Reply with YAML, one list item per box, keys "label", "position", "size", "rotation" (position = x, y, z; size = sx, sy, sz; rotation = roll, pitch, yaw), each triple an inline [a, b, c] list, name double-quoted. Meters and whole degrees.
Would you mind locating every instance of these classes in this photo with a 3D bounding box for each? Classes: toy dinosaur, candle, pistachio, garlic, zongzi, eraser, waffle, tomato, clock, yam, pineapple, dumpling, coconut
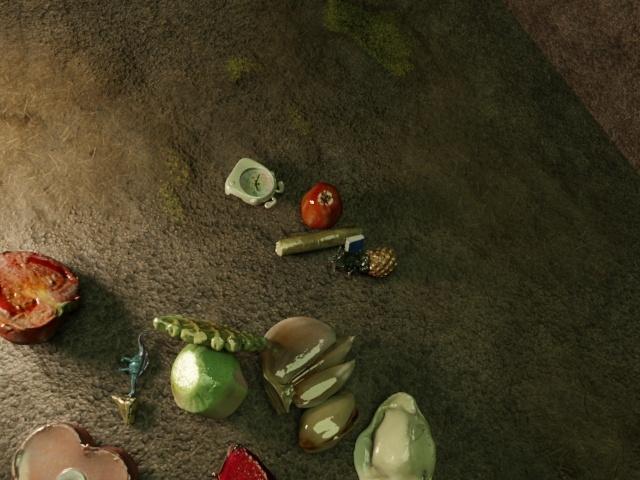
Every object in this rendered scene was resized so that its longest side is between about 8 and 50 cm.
- label: "toy dinosaur"
  position: [-0.555, 0.367, 1.595]
  size: [0.080, 0.045, 0.198]
  rotation: [16, 71, -20]
- label: "candle"
  position: [-0.656, 0.652, 1.409]
  size: [0.316, 0.131, 0.287]
  rotation: [21, 71, 7]
- label: "pistachio"
  position: [0.024, 0.545, 1.601]
  size: [0.215, 0.144, 0.144]
  rotation: [-32, 78, -20]
- label: "garlic"
  position: [-0.055, 0.370, 1.653]
  size: [0.325, 0.132, 0.279]
  rotation: [-35, 77, -30]
- label: "zongzi"
  position: [-0.573, 0.491, 1.543]
  size: [0.083, 0.040, 0.076]
  rotation: [6, 72, 2]
- label: "eraser"
  position: [0.119, 0.019, 1.873]
  size: [0.063, 0.085, 0.027]
  rotation: [-15, 51, -17]
- label: "waffle"
  position: [-0.311, 0.270, 1.546]
  size: [0.309, 0.292, 0.056]
  rotation: [11, 83, 14]
- label: "tomato"
  position: [-0.857, 0.184, 1.537]
  size: [0.308, 0.170, 0.309]
  rotation: [21, 29, -12]
- label: "clock"
  position: [-0.231, -0.195, 1.898]
  size: [0.191, 0.062, 0.152]
  rotation: [28, 64, -1]
- label: "yam"
  position: [0.000, 0.000, 1.863]
  size: [0.317, 0.067, 0.071]
  rotation: [-11, 43, -18]
- label: "pineapple"
  position: [0.139, 0.073, 1.841]
  size: [0.237, 0.111, 0.119]
  rotation: [-2, 94, -12]
- label: "dumpling"
  position: [0.223, 0.640, 1.619]
  size: [0.242, 0.187, 0.318]
  rotation: [-19, 53, 21]
- label: "coconut"
  position: [-0.315, 0.406, 1.545]
  size: [0.235, 0.236, 0.205]
  rotation: [20, 77, -4]

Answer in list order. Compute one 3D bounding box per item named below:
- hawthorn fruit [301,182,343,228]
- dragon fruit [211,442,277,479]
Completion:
- label: "hawthorn fruit"
  position: [0.010, -0.133, 1.848]
  size: [0.162, 0.203, 0.163]
  rotation: [5, 64, -10]
- label: "dragon fruit"
  position: [-0.201, 0.712, 1.494]
  size: [0.161, 0.126, 0.274]
  rotation: [-40, 71, -14]
